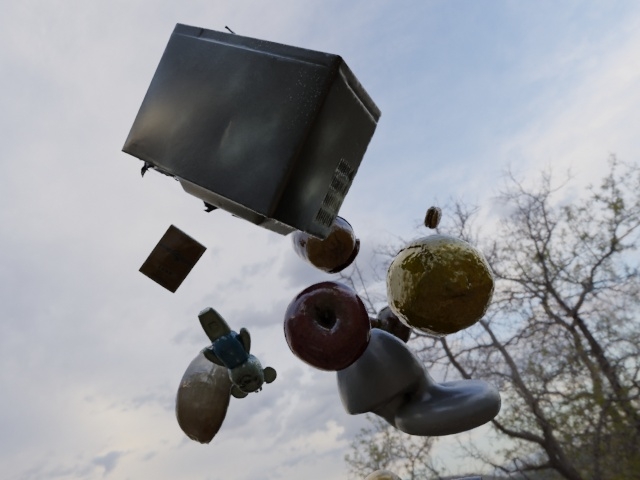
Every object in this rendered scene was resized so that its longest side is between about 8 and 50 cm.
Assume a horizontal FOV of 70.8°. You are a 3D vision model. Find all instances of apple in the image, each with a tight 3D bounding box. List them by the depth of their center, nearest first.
[{"bbox_3d":[0.012,0.151,0.781,0.153,0.154,0.120,-14,-25,-5],"label":"apple"}]

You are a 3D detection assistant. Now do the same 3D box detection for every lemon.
[{"bbox_3d":[0.233,0.089,0.893,0.203,0.205,0.260,-12,-5,-8],"label":"lemon"}]

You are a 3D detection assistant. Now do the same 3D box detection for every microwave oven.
[{"bbox_3d":[-0.151,-0.222,0.957,0.236,0.431,0.375,25,-90,-62],"label":"microwave oven"}]

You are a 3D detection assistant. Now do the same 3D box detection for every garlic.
[{"bbox_3d":[-0.303,0.387,1.275,0.151,0.339,0.196,8,-43,3],"label":"garlic"}]

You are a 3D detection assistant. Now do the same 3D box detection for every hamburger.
[{"bbox_3d":[0.358,-0.072,1.428,0.083,0.044,0.076,-33,-43,-59],"label":"hamburger"}]

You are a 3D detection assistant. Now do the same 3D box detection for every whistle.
[{"bbox_3d":[-0.189,0.245,0.973,0.113,0.077,0.236,-28,-69,0],"label":"whistle"}]

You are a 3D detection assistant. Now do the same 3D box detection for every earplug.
[{"bbox_3d":[0.186,0.289,0.891,0.325,0.175,0.214,16,-9,5],"label":"earplug"}]

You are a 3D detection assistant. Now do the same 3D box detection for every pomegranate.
[{"bbox_3d":[0.198,0.244,1.337,0.159,0.129,0.130,30,-44,8],"label":"pomegranate"}]

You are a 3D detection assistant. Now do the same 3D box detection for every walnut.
[{"bbox_3d":[0.000,0.000,1.584,0.208,0.336,0.209,-7,-76,-30],"label":"walnut"}]

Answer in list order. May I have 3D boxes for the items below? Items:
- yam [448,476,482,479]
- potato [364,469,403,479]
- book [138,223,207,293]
[{"bbox_3d":[0.355,0.660,1.164,0.141,0.079,0.079,-10,-37,4],"label":"yam"},{"bbox_3d":[0.166,0.700,1.188,0.146,0.150,0.234,-28,-47,6],"label":"potato"},{"bbox_3d":[-0.583,0.074,1.775,0.170,0.018,0.242,36,-78,-12],"label":"book"}]
